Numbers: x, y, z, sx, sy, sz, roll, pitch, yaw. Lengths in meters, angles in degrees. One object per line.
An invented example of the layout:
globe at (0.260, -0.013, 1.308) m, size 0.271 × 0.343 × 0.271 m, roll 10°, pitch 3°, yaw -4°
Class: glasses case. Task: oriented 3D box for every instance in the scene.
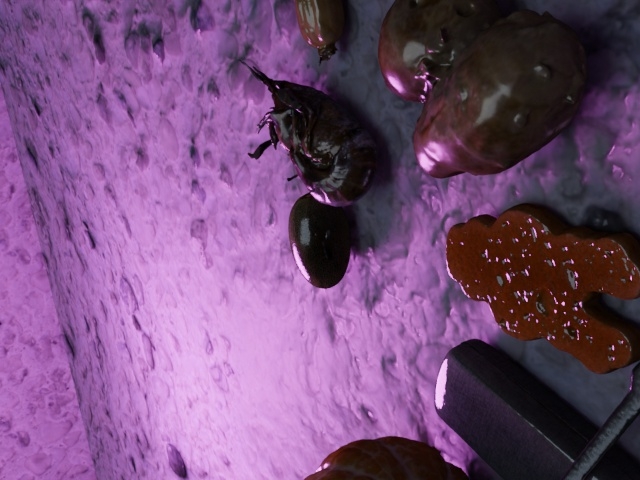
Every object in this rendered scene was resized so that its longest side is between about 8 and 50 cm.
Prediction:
glasses case at (0.278, 0.263, 1.108) m, size 0.323 × 0.074 × 0.131 m, roll 40°, pitch 136°, yaw 39°

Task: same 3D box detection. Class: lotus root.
lotus root at (-0.001, -0.335, 1.253) m, size 0.073 × 0.062 × 0.150 m, roll -6°, pitch 102°, yaw 34°

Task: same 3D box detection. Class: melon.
melon at (0.000, 0.000, 1.374) m, size 0.099 × 0.099 × 0.162 m, roll 15°, pitch 119°, yaw 52°

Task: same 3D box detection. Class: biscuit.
biscuit at (0.272, 0.045, 1.047) m, size 0.295 × 0.044 × 0.186 m, roll 28°, pitch 123°, yaw 46°

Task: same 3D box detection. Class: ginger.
ginger at (0.160, -0.214, 0.985) m, size 0.304 × 0.155 × 0.244 m, roll 57°, pitch 146°, yaw 21°

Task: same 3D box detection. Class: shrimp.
shrimp at (-0.033, -0.177, 1.328) m, size 0.343 × 0.116 × 0.145 m, roll 49°, pitch 126°, yaw 32°

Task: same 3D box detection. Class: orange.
orange at (0.098, 0.452, 1.236) m, size 0.329 × 0.329 × 0.249 m, roll 59°, pitch 147°, yaw 20°

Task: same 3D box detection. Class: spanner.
spanner at (0.319, 0.244, 0.988) m, size 0.054 × 0.015 × 0.254 m, roll 44°, pitch 109°, yaw 36°
